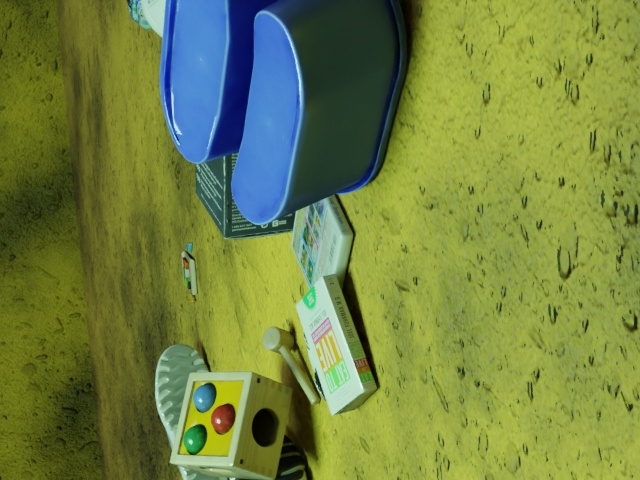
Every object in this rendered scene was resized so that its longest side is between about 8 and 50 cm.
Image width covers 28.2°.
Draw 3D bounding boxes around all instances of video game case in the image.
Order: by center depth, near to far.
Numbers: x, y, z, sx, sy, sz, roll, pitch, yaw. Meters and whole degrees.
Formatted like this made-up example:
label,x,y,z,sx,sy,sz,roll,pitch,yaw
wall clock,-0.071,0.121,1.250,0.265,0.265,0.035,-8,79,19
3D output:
label,x,y,z,sx,sy,sz,roll,pitch,yaw
video game case,0.000,0.000,1.552,0.157,0.019,0.143,100,155,-44

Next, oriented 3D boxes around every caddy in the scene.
label,x,y,z,sx,sy,sz,roll,pitch,yaw
caddy,-0.031,-0.184,1.332,0.241,0.179,0.341,45,144,26

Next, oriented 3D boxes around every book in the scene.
label,x,y,z,sx,sy,sz,roll,pitch,yaw
book,0.020,0.123,1.499,0.144,0.035,0.096,70,155,17

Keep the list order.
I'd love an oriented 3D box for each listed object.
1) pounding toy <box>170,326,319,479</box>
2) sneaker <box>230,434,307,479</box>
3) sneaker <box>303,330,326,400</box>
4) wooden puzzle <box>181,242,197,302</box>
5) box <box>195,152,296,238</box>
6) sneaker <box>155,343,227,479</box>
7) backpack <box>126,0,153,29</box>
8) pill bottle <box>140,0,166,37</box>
label,x,y,z,sx,sy,sz,roll,pitch,yaw
pounding toy,-0.096,0.207,1.694,0.181,0.094,0.206,-7,65,43
sneaker,-0.058,0.399,1.755,0.281,0.106,0.163,-121,26,-49
sneaker,0.008,0.154,1.572,0.044,0.040,0.109,81,175,-59
wooden puzzle,-0.240,0.060,2.307,0.078,0.014,0.116,-164,68,-70
box,-0.094,-0.128,1.640,0.153,0.108,0.207,-127,34,-56
sneaker,-0.243,0.327,2.279,0.115,0.105,0.281,153,108,-71
backpack,-0.261,-0.386,2.046,0.114,0.105,0.084,129,132,-72
pill bottle,-0.135,-0.327,1.599,0.283,0.160,0.160,-176,79,-72
